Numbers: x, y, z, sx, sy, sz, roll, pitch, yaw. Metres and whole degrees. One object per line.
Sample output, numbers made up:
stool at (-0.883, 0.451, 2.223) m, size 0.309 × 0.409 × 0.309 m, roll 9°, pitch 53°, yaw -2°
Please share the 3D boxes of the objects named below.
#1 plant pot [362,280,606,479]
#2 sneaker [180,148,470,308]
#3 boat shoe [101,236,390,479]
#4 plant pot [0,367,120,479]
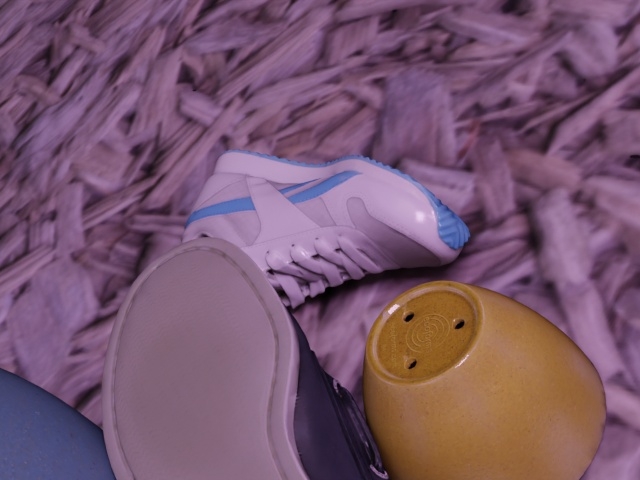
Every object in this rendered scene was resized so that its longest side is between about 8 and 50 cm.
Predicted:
plant pot at (0.075, 0.077, 0.743) m, size 0.134 × 0.095 × 0.134 m, roll -20°, pitch 43°, yaw 20°
sneaker at (0.000, 0.000, 0.890) m, size 0.229 × 0.087 × 0.092 m, roll 5°, pitch 61°, yaw 47°
boat shoe at (-0.023, 0.137, 0.743) m, size 0.127 × 0.113 × 0.340 m, roll -38°, pitch 44°, yaw 4°
plant pot at (-0.233, 0.174, 0.745) m, size 0.272 × 0.255 × 0.271 m, roll -20°, pitch 42°, yaw 20°
